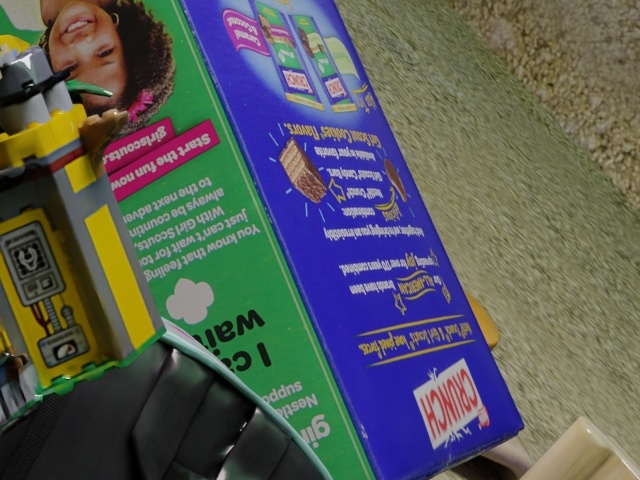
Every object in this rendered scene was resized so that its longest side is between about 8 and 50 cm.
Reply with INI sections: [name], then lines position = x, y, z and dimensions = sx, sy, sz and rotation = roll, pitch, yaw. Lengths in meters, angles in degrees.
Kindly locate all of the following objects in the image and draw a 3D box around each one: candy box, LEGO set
[candy box]
position = -0.032, -0.007, 1.015
dimensions = 0.317, 0.122, 0.268
rotation = 66, 18, 8
[LEGO set]
position = -0.204, -0.004, 0.415
dimensions = 0.331, 0.255, 0.192
rotation = -35, 110, -53

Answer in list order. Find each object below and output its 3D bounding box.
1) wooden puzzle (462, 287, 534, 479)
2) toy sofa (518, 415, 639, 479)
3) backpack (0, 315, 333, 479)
[wooden puzzle]
position = 0.000, 0.000, 1.342
dimensions = 0.348, 0.080, 0.322
rotation = 32, 17, -33
[toy sofa]
position = 0.195, 0.187, 1.171
dimensions = 0.177, 0.150, 0.362
rotation = 50, 17, 26
[backpack]
position = -0.091, 0.106, 0.604
dimensions = 0.166, 0.188, 0.144
rotation = 36, 3, -14
